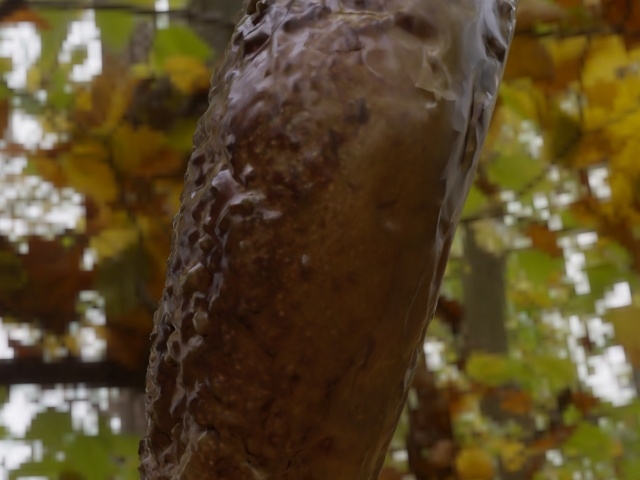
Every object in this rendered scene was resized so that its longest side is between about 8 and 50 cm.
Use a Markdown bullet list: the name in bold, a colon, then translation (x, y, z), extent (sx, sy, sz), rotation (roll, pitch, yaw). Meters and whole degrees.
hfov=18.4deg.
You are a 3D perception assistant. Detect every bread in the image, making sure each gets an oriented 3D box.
- **bread**: translation (0.000, 0.000, 0.489), extent (0.064, 0.193, 0.193), rotation (16, -31, 3)
